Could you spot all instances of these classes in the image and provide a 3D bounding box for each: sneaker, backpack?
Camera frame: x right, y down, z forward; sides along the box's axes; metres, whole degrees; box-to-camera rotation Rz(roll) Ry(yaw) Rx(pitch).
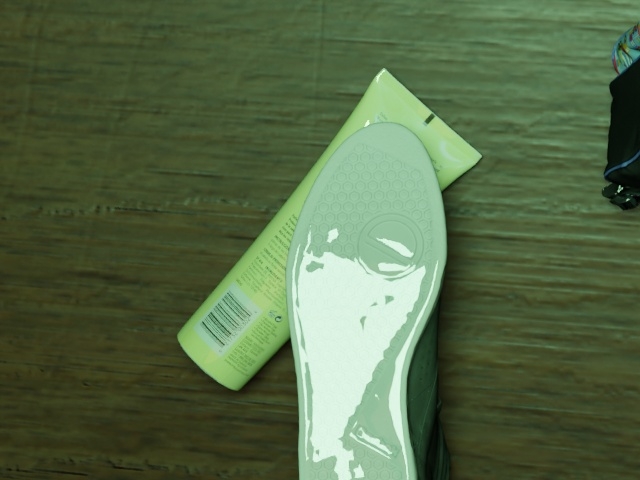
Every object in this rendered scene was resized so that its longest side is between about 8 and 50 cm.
[{"bbox_3d":[0.037,0.073,1.318,0.105,0.147,0.295,2,85,9],"label":"sneaker"},{"bbox_3d":[0.280,-0.078,1.237,0.173,0.158,0.116,6,81,-4],"label":"backpack"}]

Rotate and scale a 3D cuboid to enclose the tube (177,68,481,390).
[{"bbox_3d":[0.000,0.000,1.352,0.240,0.070,0.062,-49,48,9],"label":"tube"}]
